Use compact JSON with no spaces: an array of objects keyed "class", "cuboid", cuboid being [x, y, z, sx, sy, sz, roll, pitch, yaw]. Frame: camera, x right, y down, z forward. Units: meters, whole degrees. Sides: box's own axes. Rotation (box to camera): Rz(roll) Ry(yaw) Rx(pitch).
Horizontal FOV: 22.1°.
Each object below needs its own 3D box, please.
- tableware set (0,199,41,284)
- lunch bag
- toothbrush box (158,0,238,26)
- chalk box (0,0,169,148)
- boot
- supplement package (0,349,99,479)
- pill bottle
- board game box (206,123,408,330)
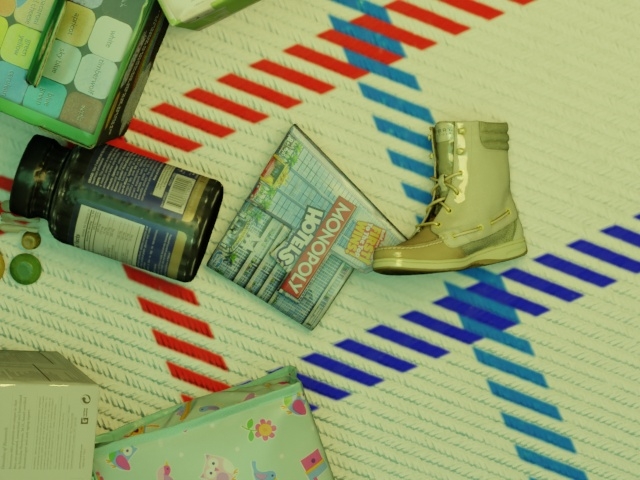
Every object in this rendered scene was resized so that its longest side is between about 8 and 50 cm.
[{"class":"tableware set","cuboid":[-0.396,-0.001,1.893,0.154,0.024,0.104,6,99,0]},{"class":"lunch bag","cuboid":[-0.115,0.287,1.847,0.262,0.160,0.223,-20,96,-2]},{"class":"toothbrush box","cuboid":[-0.077,-0.317,1.718,0.206,0.283,0.122,-26,94,4]},{"class":"chalk box","cuboid":[-0.277,-0.213,1.731,0.179,0.289,0.180,22,96,-1]},{"class":"boot","cuboid":[0.135,-0.049,1.806,0.213,0.077,0.165,-10,95,-37]},{"class":"supplement package","cuboid":[-0.399,0.229,1.785,0.262,0.198,0.199,4,97,-23]},{"class":"pill bottle","cuboid":[-0.228,-0.041,1.832,0.219,0.123,0.123,19,96,0]},{"class":"board game box","cuboid":[0.000,0.000,1.862,0.194,0.060,0.194,32,96,-1]}]
